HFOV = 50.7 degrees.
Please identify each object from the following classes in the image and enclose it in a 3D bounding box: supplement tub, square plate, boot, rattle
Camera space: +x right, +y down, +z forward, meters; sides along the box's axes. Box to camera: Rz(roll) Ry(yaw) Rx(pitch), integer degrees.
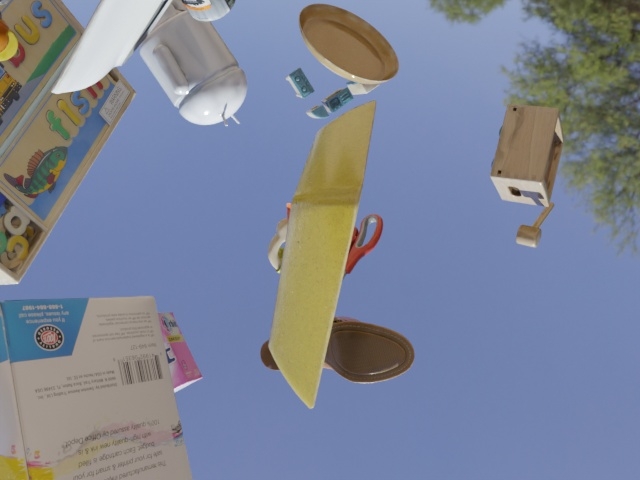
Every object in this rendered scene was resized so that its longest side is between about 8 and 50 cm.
[{"bbox_3d":[-0.258,-0.557,1.399,0.117,0.190,0.117,-6,-114,14],"label":"supplement tub"},{"bbox_3d":[-0.170,-0.343,0.794,0.049,0.344,0.347,34,-158,-19],"label":"square plate"},{"bbox_3d":[0.052,0.192,1.253,0.283,0.109,0.220,-10,179,20],"label":"boot"},{"bbox_3d":[-0.078,-0.023,1.718,0.130,0.199,0.143,-5,-157,2],"label":"rattle"}]

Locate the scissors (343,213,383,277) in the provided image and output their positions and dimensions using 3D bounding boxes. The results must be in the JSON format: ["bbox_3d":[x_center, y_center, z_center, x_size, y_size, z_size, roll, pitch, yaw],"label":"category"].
[{"bbox_3d":[0.040,0.057,1.188,0.109,0.021,0.297,-14,-145,29],"label":"scissors"}]

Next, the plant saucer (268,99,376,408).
[{"bbox_3d":[0.000,0.000,0.944,0.081,0.332,0.333,12,-150,1],"label":"plant saucer"}]

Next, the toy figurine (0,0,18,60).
[{"bbox_3d":[-0.452,-0.307,0.758,0.209,0.213,0.148,-12,-131,-40],"label":"toy figurine"}]

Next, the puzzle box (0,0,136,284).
[{"bbox_3d":[-0.450,-0.177,0.988,0.052,0.272,0.409,-4,-128,31],"label":"puzzle box"}]

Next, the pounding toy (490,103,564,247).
[{"bbox_3d":[0.340,-0.095,1.140,0.094,0.206,0.181,12,170,26],"label":"pounding toy"}]

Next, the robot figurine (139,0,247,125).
[{"bbox_3d":[-0.324,-0.447,1.742,0.200,0.353,0.300,-31,-174,26],"label":"robot figurine"}]

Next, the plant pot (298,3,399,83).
[{"bbox_3d":[0.056,-0.405,1.412,0.236,0.032,0.236,18,-134,-19],"label":"plant pot"}]

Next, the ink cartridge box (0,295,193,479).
[{"bbox_3d":[-0.243,0.185,0.610,0.168,0.232,0.171,-22,165,29],"label":"ink cartridge box"}]

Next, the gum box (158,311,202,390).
[{"bbox_3d":[-0.280,0.193,0.967,0.188,0.107,0.062,-29,170,7],"label":"gum box"}]

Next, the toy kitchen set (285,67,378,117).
[{"bbox_3d":[0.033,-0.470,1.982,0.207,0.166,0.122,-36,-161,-9],"label":"toy kitchen set"}]
